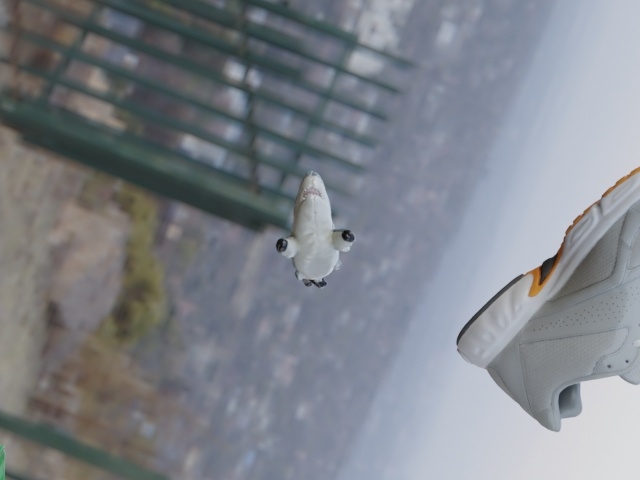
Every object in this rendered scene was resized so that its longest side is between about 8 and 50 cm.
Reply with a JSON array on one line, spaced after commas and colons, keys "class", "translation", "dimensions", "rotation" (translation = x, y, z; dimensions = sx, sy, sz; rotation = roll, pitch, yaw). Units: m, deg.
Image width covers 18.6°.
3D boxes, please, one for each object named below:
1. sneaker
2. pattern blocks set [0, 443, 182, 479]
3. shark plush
[{"class": "sneaker", "translation": [0.227, 0.036, 1.461], "dimensions": [0.262, 0.121, 0.099], "rotation": [-47, 167, 29]}, {"class": "pattern blocks set", "translation": [-0.121, 0.272, 1.182], "dimensions": [0.285, 0.325, 0.026], "rotation": [-46, -174, -12]}, {"class": "shark plush", "translation": [0.000, 0.000, 1.863], "dimensions": [0.161, 0.073, 0.067], "rotation": [68, 10, -61]}]
